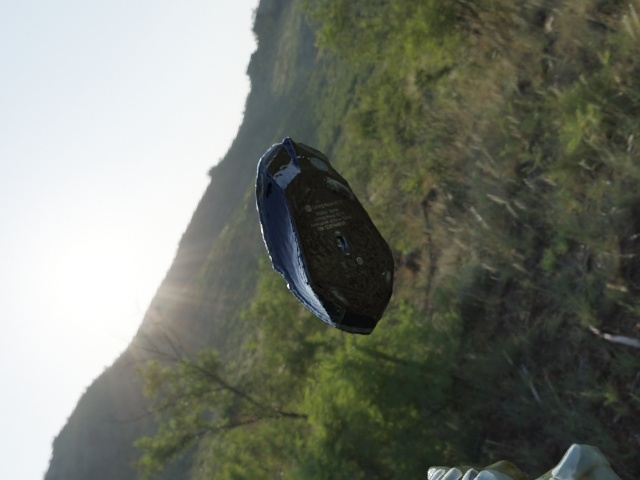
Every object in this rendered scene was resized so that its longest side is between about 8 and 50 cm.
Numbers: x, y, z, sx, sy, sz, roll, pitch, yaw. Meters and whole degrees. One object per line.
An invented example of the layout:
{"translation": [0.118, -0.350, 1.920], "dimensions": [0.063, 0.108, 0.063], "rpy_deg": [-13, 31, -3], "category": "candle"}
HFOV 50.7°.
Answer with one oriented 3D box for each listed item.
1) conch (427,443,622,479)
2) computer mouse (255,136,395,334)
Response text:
{"translation": [0.174, 0.227, 0.461], "dimensions": [0.170, 0.203, 0.386], "rpy_deg": [-63, 20, -17], "category": "conch"}
{"translation": [0.000, 0.000, 0.609], "dimensions": [0.062, 0.105, 0.192], "rpy_deg": [-42, 66, 46], "category": "computer mouse"}
